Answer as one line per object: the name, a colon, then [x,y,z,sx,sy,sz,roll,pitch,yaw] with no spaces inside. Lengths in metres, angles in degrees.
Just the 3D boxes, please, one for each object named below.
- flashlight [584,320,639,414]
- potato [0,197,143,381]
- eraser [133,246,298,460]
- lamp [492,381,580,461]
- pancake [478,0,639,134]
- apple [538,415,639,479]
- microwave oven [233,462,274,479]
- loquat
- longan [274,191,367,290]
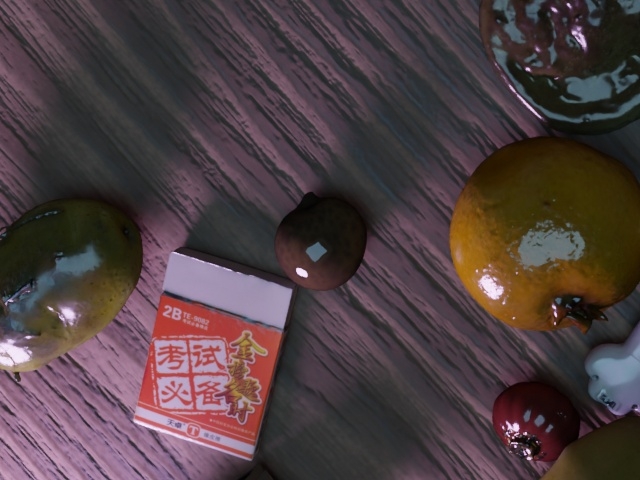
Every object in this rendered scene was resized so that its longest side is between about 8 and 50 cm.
flashlight: [0.371,0.103,1.434,0.093,0.047,0.200,36,106,3]
potato: [-0.318,0.048,1.538,0.248,0.143,0.169,-34,104,18]
eraser: [-0.126,0.136,1.566,0.157,0.038,0.230,17,107,10]
lamp: [0.241,0.203,1.466,0.101,0.090,0.101,21,140,19]
pancake: [0.285,-0.223,1.374,0.242,0.050,0.242,3,104,14]
apple: [0.351,0.319,1.388,0.262,0.262,0.262,3,104,13]
microwave oven: [-0.118,0.392,1.578,0.205,0.129,0.163,-36,95,19]
loquat: [0.238,-0.004,1.359,0.208,0.208,0.208,3,104,13]
longan: [0.000,0.000,1.475,0.113,0.092,0.113,2,94,23]
